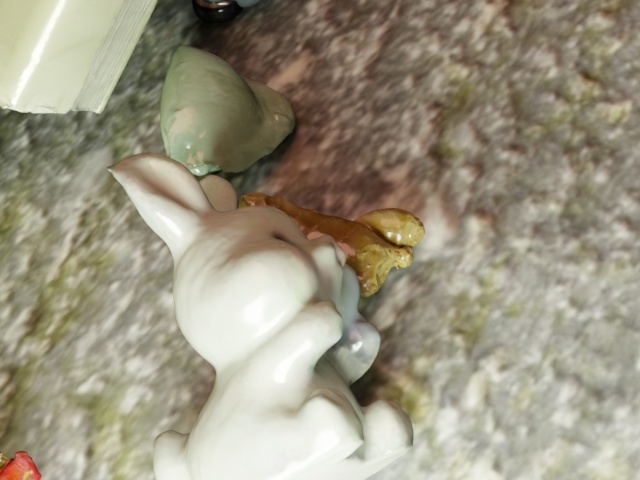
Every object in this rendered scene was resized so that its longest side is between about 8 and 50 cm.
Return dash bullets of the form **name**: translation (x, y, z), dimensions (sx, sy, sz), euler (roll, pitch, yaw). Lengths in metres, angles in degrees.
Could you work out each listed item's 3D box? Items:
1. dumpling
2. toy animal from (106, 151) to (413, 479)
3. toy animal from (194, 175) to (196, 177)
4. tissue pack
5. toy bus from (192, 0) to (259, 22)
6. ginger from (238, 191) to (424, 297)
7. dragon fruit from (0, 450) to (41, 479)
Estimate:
- **dumpling**: translation (-0.120, -0.146, 1.480), dimensions (0.105, 0.149, 0.217), euler (-46, 38, 30)
- **toy animal**: translation (-0.079, 0.085, 1.218), dimensions (0.241, 0.196, 0.368), euler (-21, 73, 16)
- **toy animal**: translation (-0.118, 0.013, 1.387), dimensions (0.086, 0.069, 0.220), euler (-32, 47, 21)
- **tissue pack**: translation (-0.312, -0.369, 1.423), dimensions (0.297, 0.207, 0.380), euler (34, 106, 21)
- **toy bus**: translation (-0.154, -0.429, 1.619), dimensions (0.287, 0.194, 0.232), euler (18, 52, 25)
- **ginger**: translation (0.004, 0.012, 1.348), dimensions (0.205, 0.081, 0.115), euler (5, 76, 10)
- **dragon fruit**: translation (-0.331, 0.322, 1.166), dimensions (0.205, 0.210, 0.268), euler (21, 60, -19)
